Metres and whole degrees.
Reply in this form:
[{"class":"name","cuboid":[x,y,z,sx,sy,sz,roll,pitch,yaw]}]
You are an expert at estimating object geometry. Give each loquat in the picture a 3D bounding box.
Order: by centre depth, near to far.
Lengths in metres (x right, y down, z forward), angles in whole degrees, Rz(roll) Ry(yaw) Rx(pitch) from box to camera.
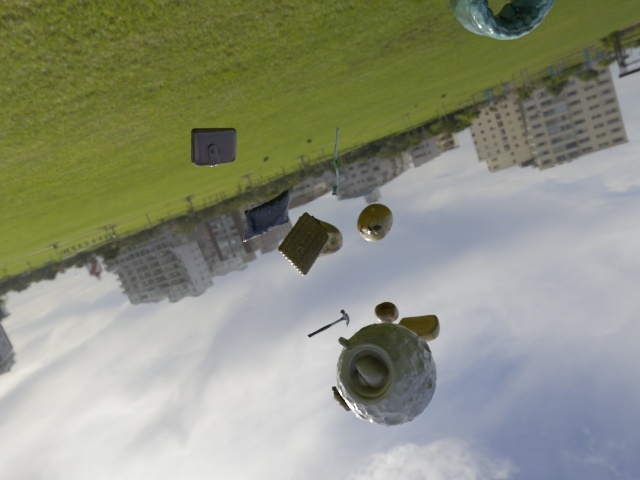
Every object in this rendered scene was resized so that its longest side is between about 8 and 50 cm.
[{"class":"loquat","cuboid":[0.237,-0.075,1.957,0.172,0.149,0.205,-56,-171,22]}]

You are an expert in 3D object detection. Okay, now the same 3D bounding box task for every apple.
[{"class":"apple","cuboid":[0.342,0.376,2.333,0.125,0.102,0.126,-10,148,-7]}]

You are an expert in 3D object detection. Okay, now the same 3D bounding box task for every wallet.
[{"class":"wallet","cuboid":[-0.326,-0.289,1.391,0.038,0.118,0.152,25,-150,38]}]

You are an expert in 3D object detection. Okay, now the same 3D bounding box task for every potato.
[{"class":"potato","cuboid":[0.000,0.000,2.232,0.229,0.230,0.265,-14,160,35]}]

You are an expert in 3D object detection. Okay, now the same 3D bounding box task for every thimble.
[{"class":"thimble","cuboid":[0.431,-0.584,1.059,0.234,0.199,0.143,12,-152,-21]}]

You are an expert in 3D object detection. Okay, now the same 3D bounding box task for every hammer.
[{"class":"hammer","cuboid":[0.044,0.459,2.393,0.246,0.103,0.029,-30,-147,8]}]

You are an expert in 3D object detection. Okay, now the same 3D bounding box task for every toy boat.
[{"class":"toy boat","cuboid":[0.101,0.738,2.116,0.047,0.049,0.149,2,-158,-38]}]

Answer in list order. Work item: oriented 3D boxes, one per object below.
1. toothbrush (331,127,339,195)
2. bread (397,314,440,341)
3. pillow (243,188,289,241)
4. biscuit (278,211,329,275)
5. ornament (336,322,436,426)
[{"class":"toothbrush","cuboid":[0.073,-0.355,2.039,0.030,0.305,0.030,3,-171,0]},{"class":"bread","cuboid":[0.472,0.431,2.162,0.217,0.098,0.147,-9,-143,36]},{"class":"pillow","cuboid":[-0.180,-0.082,1.535,0.055,0.142,0.208,32,-136,29]},{"class":"biscuit","cuboid":[-0.062,0.009,1.924,0.029,0.172,0.255,-25,-155,47]},{"class":"ornament","cuboid":[0.225,0.443,1.512,0.336,0.338,0.337,-20,-171,3]}]
